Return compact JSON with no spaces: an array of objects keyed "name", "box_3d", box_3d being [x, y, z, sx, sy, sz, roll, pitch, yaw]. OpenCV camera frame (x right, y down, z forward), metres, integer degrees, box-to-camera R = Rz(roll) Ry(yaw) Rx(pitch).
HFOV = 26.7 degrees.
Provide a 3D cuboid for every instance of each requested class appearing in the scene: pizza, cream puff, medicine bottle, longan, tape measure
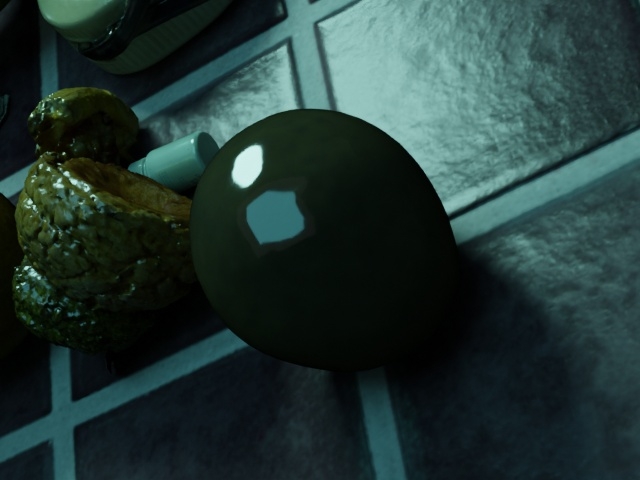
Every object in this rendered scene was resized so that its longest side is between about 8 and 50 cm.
[{"name":"pizza","box_3d":[-0.220,-0.049,1.278,0.069,0.154,0.194,4,91,16]},{"name":"cream puff","box_3d":[-0.190,0.030,1.174,0.183,0.183,0.169,32,103,43]},{"name":"medicine bottle","box_3d":[-0.135,-0.068,1.257,0.083,0.047,0.047,-20,53,26]},{"name":"longan","box_3d":[0.000,0.000,1.023,0.196,0.196,0.220,-40,59,9]},{"name":"tape measure","box_3d":[-0.167,-0.307,1.375,0.271,0.133,0.231,-33,48,11]}]

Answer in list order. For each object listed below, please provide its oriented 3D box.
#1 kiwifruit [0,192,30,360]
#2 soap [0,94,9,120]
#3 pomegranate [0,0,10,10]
[{"name":"kiwifruit","box_3d":[-0.369,0.022,1.271,0.234,0.196,0.196,20,76,49]},{"name":"soap","box_3d":[-0.469,-0.090,1.486,0.150,0.094,0.261,29,81,38]},{"name":"pomegranate","box_3d":[-0.414,-0.328,1.486,0.242,0.306,0.242,-2,84,16]}]
